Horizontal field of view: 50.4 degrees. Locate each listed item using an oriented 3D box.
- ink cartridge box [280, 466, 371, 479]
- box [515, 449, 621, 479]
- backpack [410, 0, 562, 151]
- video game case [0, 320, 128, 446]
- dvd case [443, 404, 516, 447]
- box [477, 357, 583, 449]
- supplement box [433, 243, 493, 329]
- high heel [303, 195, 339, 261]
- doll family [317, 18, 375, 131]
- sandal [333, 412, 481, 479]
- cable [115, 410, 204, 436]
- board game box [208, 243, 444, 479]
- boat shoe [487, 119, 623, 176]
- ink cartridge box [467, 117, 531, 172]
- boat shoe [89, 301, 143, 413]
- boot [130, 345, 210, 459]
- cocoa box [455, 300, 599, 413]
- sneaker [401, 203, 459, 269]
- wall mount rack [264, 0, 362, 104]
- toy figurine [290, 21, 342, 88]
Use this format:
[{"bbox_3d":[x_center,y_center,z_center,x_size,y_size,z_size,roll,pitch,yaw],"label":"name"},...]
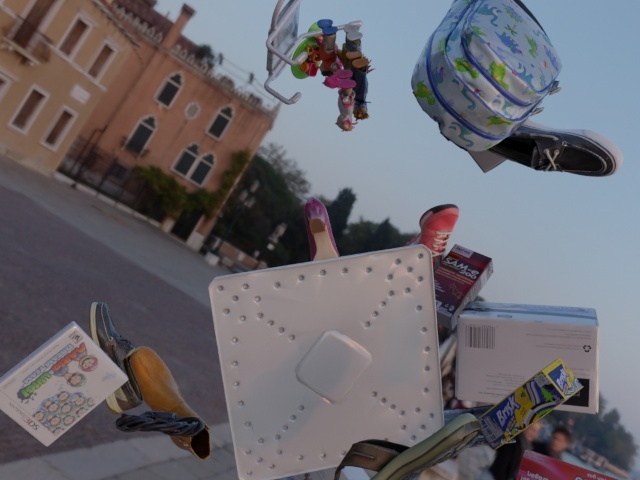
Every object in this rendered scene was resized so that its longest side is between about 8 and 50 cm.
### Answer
[{"bbox_3d":[0.003,0.531,1.421,0.128,0.176,0.127,38,5,-45],"label":"ink cartridge box"},{"bbox_3d":[0.443,0.445,1.089,0.256,0.123,0.128,12,-23,29],"label":"box"},{"bbox_3d":[0.324,-0.334,1.330,0.290,0.355,0.273,49,-30,-7],"label":"backpack"},{"bbox_3d":[-0.392,0.218,1.025,0.019,0.157,0.143,33,-22,49],"label":"video game case"},{"bbox_3d":[0.311,0.399,1.455,0.164,0.018,0.221,-8,1,4],"label":"dvd case"},{"bbox_3d":[0.311,0.248,1.027,0.059,0.169,0.054,-16,62,-43],"label":"box"},{"bbox_3d":[0.393,0.133,2.003,0.130,0.239,0.073,24,-30,33],"label":"supplement box"},{"bbox_3d":[0.000,0.000,1.860,0.117,0.082,0.244,-96,170,-53],"label":"high heel"},{"bbox_3d":[0.071,-0.345,1.454,0.163,0.118,0.263,87,-9,-56],"label":"doll family"},{"bbox_3d":[0.097,0.327,1.015,0.086,0.302,0.120,60,11,23],"label":"sandal"},{"bbox_3d":[-0.333,0.384,1.406,0.150,0.047,0.184,0,-13,42],"label":"cable"},{"bbox_3d":[0.019,0.218,1.219,0.389,0.390,0.050,-9,14,-9],"label":"board game box"},{"bbox_3d":[0.500,-0.195,1.496,0.301,0.102,0.108,26,-39,30],"label":"boat shoe"},{"bbox_3d":[0.455,-0.293,1.783,0.153,0.208,0.087,52,-42,-1],"label":"ink cartridge box"},{"bbox_3d":[-0.400,0.226,1.345,0.073,0.224,0.080,-13,-5,-2],"label":"boat shoe"},{"bbox_3d":[-0.377,0.417,1.755,0.211,0.104,0.295,8,-57,52],"label":"boot"},{"bbox_3d":[0.544,0.296,1.789,0.346,0.232,0.228,2,6,20],"label":"cocoa box"},{"bbox_3d":[0.354,0.018,2.101,0.115,0.314,0.136,0,50,-26],"label":"sneaker"},{"bbox_3d":[-0.016,-0.492,1.600,0.130,0.304,0.350,33,-15,3],"label":"wall mount rack"},{"bbox_3d":[0.023,-0.500,1.907,0.159,0.173,0.130,37,30,27],"label":"toy figurine"}]
